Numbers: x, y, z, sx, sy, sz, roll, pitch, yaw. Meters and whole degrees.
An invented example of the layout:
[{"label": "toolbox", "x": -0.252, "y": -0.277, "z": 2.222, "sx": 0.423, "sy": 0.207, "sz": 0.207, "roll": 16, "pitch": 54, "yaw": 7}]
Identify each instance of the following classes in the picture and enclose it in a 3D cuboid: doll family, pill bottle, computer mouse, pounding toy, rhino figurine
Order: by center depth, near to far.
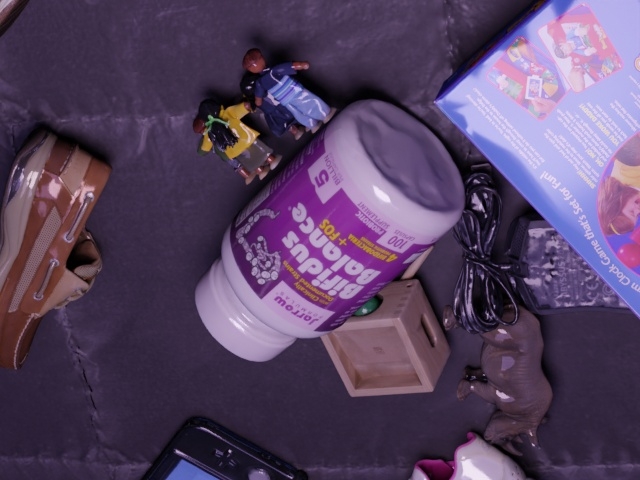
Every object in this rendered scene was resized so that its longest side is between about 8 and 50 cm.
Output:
[{"label": "doll family", "x": -0.070, "y": -0.136, "z": 1.695, "sx": 0.111, "sy": 0.076, "sz": 0.193, "roll": 43, "pitch": 117, "yaw": -13}, {"label": "pill bottle", "x": 0.000, "y": 0.000, "z": 1.711, "sx": 0.169, "sy": 0.169, "sz": 0.301, "roll": 37, "pitch": 124, "yaw": -14}, {"label": "computer mouse", "x": 0.280, "y": 0.009, "z": 1.716, "sx": 0.272, "sy": 0.072, "sz": 0.188, "roll": 2, "pitch": 108, "yaw": 14}, {"label": "pounding toy", "x": 0.080, "y": 0.091, "z": 1.815, "sx": 0.130, "sy": 0.100, "sz": 0.141, "roll": -7, "pitch": 124, "yaw": 30}, {"label": "rhino figurine", "x": 0.214, "y": 0.163, "z": 1.839, "sx": 0.106, "sy": 0.073, "sz": 0.243, "roll": -2, "pitch": 125, "yaw": 17}]

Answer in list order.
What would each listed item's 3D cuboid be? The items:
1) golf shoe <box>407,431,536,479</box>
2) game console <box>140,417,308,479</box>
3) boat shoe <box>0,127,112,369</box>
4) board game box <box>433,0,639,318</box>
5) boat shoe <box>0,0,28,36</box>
[{"label": "golf shoe", "x": 0.135, "y": 0.345, "z": 1.977, "sx": 0.306, "sy": 0.115, "sz": 0.140, "roll": -39, "pitch": 94, "yaw": 29}, {"label": "game console", "x": -0.138, "y": 0.414, "z": 2.030, "sx": 0.250, "sy": 0.173, "sz": 0.293, "roll": 30, "pitch": 125, "yaw": -10}, {"label": "boat shoe", "x": -0.315, "y": 0.026, "z": 1.830, "sx": 0.120, "sy": 0.122, "sz": 0.324, "roll": 17, "pitch": 127, "yaw": -4}, {"label": "board game box", "x": 0.317, "y": -0.097, "z": 1.575, "sx": 0.233, "sy": 0.078, "sz": 0.347, "roll": -41, "pitch": 98, "yaw": 24}, {"label": "boat shoe", "x": -0.368, "y": -0.243, "z": 1.689, "sx": 0.072, "sy": 0.068, "sz": 0.190, "roll": 44, "pitch": 123, "yaw": -5}]
